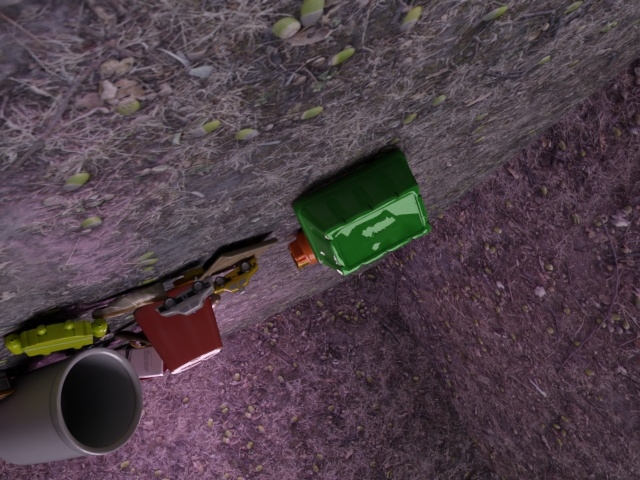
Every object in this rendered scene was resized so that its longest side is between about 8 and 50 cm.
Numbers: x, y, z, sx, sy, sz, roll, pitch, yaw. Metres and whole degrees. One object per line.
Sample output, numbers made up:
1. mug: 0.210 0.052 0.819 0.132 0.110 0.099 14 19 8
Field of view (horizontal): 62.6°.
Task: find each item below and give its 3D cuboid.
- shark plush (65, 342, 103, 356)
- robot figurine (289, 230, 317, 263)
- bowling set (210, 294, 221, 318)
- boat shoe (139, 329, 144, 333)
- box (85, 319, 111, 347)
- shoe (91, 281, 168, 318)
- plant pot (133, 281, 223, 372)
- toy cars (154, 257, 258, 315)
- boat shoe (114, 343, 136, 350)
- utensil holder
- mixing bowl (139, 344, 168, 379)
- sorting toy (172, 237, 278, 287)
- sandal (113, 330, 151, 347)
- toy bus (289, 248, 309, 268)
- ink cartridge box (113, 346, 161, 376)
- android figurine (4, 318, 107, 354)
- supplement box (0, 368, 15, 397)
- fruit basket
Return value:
1. shark plush: -0.827 0.396 1.891 0.067 0.073 0.161 -61 158 8
2. robot figurine: 0.000 0.000 1.879 0.219 0.158 0.128 -28 -151 1
3. bowling set: -0.522 0.325 2.097 0.200 0.287 0.154 26 133 -21
4. boat shoe: -0.620 0.353 2.125 0.335 0.112 0.095 27 85 -77
5. box: -0.720 0.298 1.687 0.062 0.052 0.083 -18 167 -46
6. shoe: -0.556 0.175 1.533 0.219 0.058 0.076 -16 -175 -33
7. plant pot: -0.480 0.312 1.842 0.275 0.243 0.275 -26 169 -5
8. toy cars: -0.334 0.164 1.664 0.176 0.087 0.394 -36 172 37
9. boat shoe: -0.851 0.481 2.213 0.083 0.065 0.183 -36 174 17
10. utensil holder: -0.841 0.552 1.724 0.385 0.327 0.327 -19 174 24
11. mixing bowl: -0.755 0.522 2.318 0.181 0.098 0.181 -23 144 -17
12. sorting toy: -0.308 0.065 1.676 0.307 0.041 0.229 -18 170 -41
13. sandal: -0.667 0.364 1.912 0.180 0.049 0.072 5 -175 14
14. toy bus: -0.023 0.034 2.043 0.202 0.104 0.191 -36 167 37
15. ink cartridge box: -0.755 0.484 2.054 0.273 0.114 0.197 -4 166 -15
16. android figurine: -0.704 0.259 1.415 0.248 0.056 0.273 -9 164 -23
17. supplement box: -1.059 0.483 1.627 0.188 0.081 0.104 -31 169 15
18. fruit basket: 0.116 -0.091 1.600 0.392 0.283 0.392 -17 -147 11
